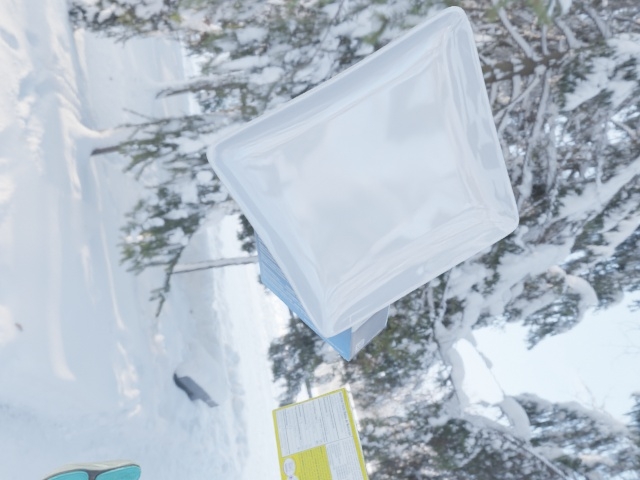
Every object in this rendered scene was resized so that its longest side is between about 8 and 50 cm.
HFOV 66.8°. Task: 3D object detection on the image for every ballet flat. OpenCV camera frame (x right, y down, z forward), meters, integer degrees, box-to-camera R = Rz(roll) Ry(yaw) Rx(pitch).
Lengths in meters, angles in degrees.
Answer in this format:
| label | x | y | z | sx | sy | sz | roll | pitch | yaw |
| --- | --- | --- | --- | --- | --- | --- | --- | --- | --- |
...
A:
| label | x | y | z | sx | sy | sz | roll | pitch | yaw |
| --- | --- | --- | --- | --- | --- | --- | --- | --- | --- |
| ballet flat | -0.542 | 0.548 | 1.123 | 0.248 | 0.086 | 0.086 | 18 | 46 | -45 |

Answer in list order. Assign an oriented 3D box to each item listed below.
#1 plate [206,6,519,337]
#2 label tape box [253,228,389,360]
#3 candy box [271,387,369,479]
| label | x | y | z | sx | sy | sz | roll | pitch | yaw |
| --- | --- | --- | --- | --- | --- | --- | --- | --- | --- |
| plate | 0.063 | -0.057 | 0.527 | 0.277 | 0.278 | 0.045 | 61 | -1 | -32 |
| label tape box | 0.000 | 0.000 | 0.763 | 0.240 | 0.106 | 0.333 | 37 | -33 | 31 |
| candy box | 0.006 | 0.290 | 0.583 | 0.027 | 0.105 | 0.206 | 70 | 4 | -50 |
